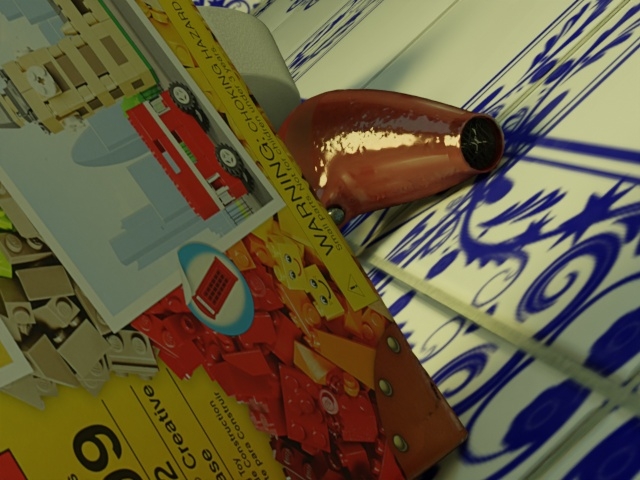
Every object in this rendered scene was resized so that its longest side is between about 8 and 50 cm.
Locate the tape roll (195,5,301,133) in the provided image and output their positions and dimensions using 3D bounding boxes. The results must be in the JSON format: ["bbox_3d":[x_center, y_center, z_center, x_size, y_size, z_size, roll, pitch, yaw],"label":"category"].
[{"bbox_3d":[-0.204,-0.075,1.599,0.392,0.072,0.392,-23,-16,-7],"label":"tape roll"}]

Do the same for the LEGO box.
[{"bbox_3d":[-0.222,-0.040,0.682,0.193,0.500,0.372,-36,-6,33],"label":"LEGO box"}]

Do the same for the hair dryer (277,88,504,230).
[{"bbox_3d":[0.000,0.000,1.152,0.293,0.080,0.224,-37,37,26],"label":"hair dryer"}]
